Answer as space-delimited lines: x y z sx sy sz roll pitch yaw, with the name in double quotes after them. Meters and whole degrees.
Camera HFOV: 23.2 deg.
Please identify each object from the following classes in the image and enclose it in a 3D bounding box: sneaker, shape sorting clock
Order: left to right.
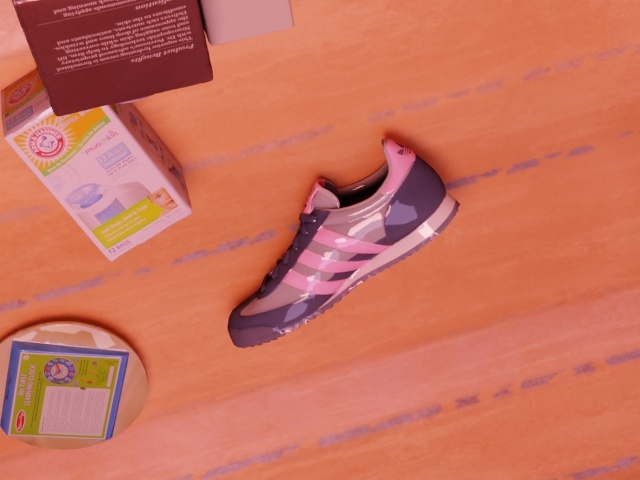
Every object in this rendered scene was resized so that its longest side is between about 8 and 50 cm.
-0.315 0.178 1.910 0.206 0.040 0.206 -6 129 -8 "shape sorting clock"
0.000 0.000 1.839 0.319 0.112 0.131 -35 108 8 "sneaker"

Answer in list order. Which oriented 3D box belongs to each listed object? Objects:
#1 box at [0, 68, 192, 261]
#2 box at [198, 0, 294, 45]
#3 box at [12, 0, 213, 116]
-0.245 -0.097 1.699 0.114 0.103 0.203 -30 125 8 "box"
-0.100 -0.344 1.560 0.094 0.113 0.275 -13 125 -4 "box"
-0.211 -0.256 1.516 0.168 0.167 0.203 -14 154 -5 "box"
